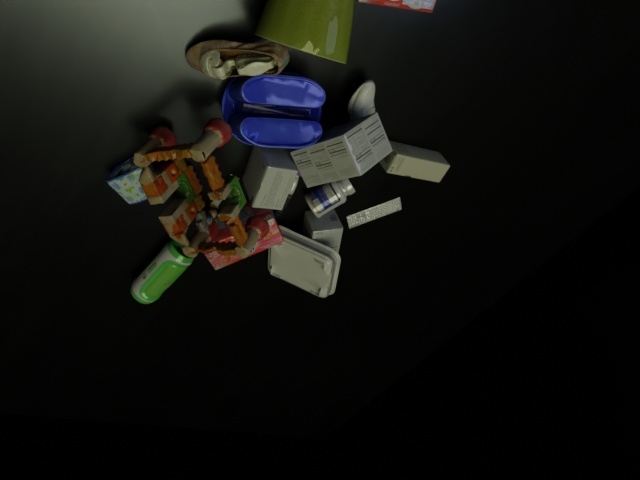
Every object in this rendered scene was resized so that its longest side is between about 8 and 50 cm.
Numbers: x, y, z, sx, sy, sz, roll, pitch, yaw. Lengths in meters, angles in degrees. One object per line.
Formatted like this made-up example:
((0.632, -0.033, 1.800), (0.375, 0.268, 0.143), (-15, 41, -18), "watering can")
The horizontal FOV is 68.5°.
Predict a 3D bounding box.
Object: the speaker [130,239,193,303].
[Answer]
((-0.634, 0.125, 1.884), (0.296, 0.131, 0.131), (-43, 134, 20), "speaker")

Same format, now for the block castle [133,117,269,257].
((-0.379, -0.166, 1.567), (0.303, 0.213, 0.453), (-1, 129, 22), "block castle")

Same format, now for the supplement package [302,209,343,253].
((0.000, 0.000, 2.027), (0.133, 0.139, 0.244), (-7, 136, -16), "supplement package")

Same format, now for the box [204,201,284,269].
((-0.316, -0.031, 1.850), (0.299, 0.154, 0.142), (-23, 138, -2), "box")

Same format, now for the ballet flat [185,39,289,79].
((-0.249, -0.517, 1.356), (0.315, 0.106, 0.108), (-2, 142, 10), "ballet flat")

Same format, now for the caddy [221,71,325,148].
((-0.144, -0.422, 1.526), (0.341, 0.179, 0.241), (-1, 110, -22), "caddy")

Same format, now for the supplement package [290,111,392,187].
((0.071, -0.304, 1.603), (0.204, 0.261, 0.145), (-40, 113, -37), "supplement package")

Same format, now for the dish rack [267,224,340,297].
((-0.088, 0.104, 1.987), (0.332, 0.072, 0.286), (23, 134, 15), "dish rack")

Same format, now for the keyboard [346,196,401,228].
((0.241, -0.124, 2.101), (0.256, 0.014, 0.072), (-20, 137, -4), "keyboard")

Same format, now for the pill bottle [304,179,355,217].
((0.041, -0.182, 1.884), (0.186, 0.112, 0.112), (-31, 137, 7), "pill bottle")

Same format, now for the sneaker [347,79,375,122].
((0.168, -0.421, 1.669), (0.114, 0.152, 0.305), (-40, 154, -35), "sneaker")

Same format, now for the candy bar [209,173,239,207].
((-0.364, -0.185, 1.774), (0.040, 0.018, 0.161), (22, 120, -38), "candy bar")

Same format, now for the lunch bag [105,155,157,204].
((-0.622, -0.202, 1.588), (0.151, 0.096, 0.129), (-35, 137, -3), "lunch bag")

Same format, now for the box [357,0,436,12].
((0.218, -0.767, 1.378), (0.256, 0.123, 0.128), (-3, 133, -21), "box")

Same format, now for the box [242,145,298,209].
((-0.185, -0.235, 1.684), (0.119, 0.182, 0.181), (4, 131, -29), "box")

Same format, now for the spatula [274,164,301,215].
((-0.112, -0.205, 1.854), (0.084, 0.030, 0.296), (12, 127, -31), "spatula")

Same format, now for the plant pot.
((-0.015, -0.678, 1.295), (0.274, 0.275, 0.294), (6, 115, -28), "plant pot")

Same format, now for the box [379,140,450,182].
((0.377, -0.318, 1.899), (0.275, 0.113, 0.094), (7, 130, -27), "box")
